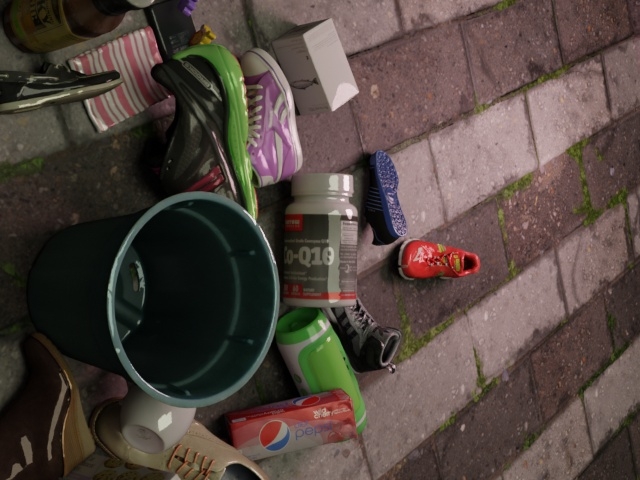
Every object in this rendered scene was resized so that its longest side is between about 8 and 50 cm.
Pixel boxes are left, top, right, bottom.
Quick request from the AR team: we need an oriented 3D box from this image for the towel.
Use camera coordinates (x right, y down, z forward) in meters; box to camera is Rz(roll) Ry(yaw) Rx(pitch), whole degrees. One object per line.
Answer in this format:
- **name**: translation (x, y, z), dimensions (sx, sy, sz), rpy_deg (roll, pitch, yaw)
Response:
- **towel**: translation (-0.365, -0.303, 1.708), dimensions (0.197, 0.029, 0.144), rpy_deg (-37, 115, -39)

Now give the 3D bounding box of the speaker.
- **speaker**: translation (0.003, 0.296, 2.018), dimensions (0.131, 0.131, 0.297), rpy_deg (-40, 118, -38)

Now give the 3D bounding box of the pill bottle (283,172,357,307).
- **pill bottle**: translation (0.000, 0.000, 1.988), dimensions (0.161, 0.161, 0.283), rpy_deg (2, 89, -45)

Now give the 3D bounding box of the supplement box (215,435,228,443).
- **supplement box**: translation (-0.231, 0.425, 1.838), dimensions (0.083, 0.043, 0.055), rpy_deg (4, 87, -46)

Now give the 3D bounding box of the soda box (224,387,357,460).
- **soda box**: translation (-0.062, 0.384, 1.901), dimensions (0.263, 0.083, 0.092), rpy_deg (-10, 97, -15)

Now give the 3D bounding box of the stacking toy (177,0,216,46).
- **stacking toy**: translation (-0.222, -0.483, 1.724), dimensions (0.221, 0.052, 0.167), rpy_deg (-46, 132, 14)

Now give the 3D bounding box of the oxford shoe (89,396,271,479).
- **oxford shoe**: translation (-0.240, 0.405, 1.713), dimensions (0.397, 0.146, 0.141), rpy_deg (30, 76, -23)

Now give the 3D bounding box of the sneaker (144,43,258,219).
- **sneaker**: translation (-0.234, -0.132, 1.771), dimensions (0.202, 0.185, 0.483), rpy_deg (-8, 106, -11)

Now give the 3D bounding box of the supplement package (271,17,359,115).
- **supplement package**: translation (-0.011, -0.380, 2.015), dimensions (0.105, 0.105, 0.179), rpy_deg (-41, 117, -38)

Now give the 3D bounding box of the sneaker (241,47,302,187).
- **sneaker**: translation (-0.135, -0.246, 1.895), dimensions (0.161, 0.102, 0.282), rpy_deg (-30, 111, -38)

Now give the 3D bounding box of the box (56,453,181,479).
- **box**: translation (-0.338, 0.410, 1.528), dimensions (0.067, 0.324, 0.063), rpy_deg (-40, 114, -37)

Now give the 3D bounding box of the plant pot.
- **plant pot**: translation (-0.303, 0.093, 1.556), dimensions (0.341, 0.334, 0.341), rpy_deg (0, 90, -45)

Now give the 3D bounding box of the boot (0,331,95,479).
- **boot**: translation (-0.505, 0.299, 1.528), dimensions (0.206, 0.090, 0.249), rpy_deg (-24, 97, -34)

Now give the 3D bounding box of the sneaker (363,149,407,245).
- **sneaker**: translation (0.139, -0.100, 2.196), dimensions (0.081, 0.090, 0.232), rpy_deg (14, 59, -44)

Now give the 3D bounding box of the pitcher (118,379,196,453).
- **pitcher**: translation (-0.300, 0.274, 1.651), dimensions (0.207, 0.177, 0.126), rpy_deg (-67, 155, -46)

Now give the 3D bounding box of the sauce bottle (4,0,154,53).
- **sauce bottle**: translation (-0.384, -0.376, 1.465), dimensions (0.111, 0.344, 0.112), rpy_deg (3, 86, -45)

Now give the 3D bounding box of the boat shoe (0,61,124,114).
- **boat shoe**: translation (-0.449, -0.274, 1.576), dimensions (0.233, 0.084, 0.079), rpy_deg (-16, 92, -34)

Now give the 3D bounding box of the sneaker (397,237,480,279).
- **sneaker**: translation (0.305, 0.048, 2.328), dimensions (0.279, 0.118, 0.107), rpy_deg (1, 89, -46)

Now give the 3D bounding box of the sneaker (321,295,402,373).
- **sneaker**: translation (0.100, 0.186, 2.095), dimensions (0.101, 0.153, 0.269), rpy_deg (-34, 114, -40)

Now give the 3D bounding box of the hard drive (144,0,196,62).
- **hard drive**: translation (-0.284, -0.403, 1.794), dimensions (0.094, 0.022, 0.135), rpy_deg (-32, 112, -40)
